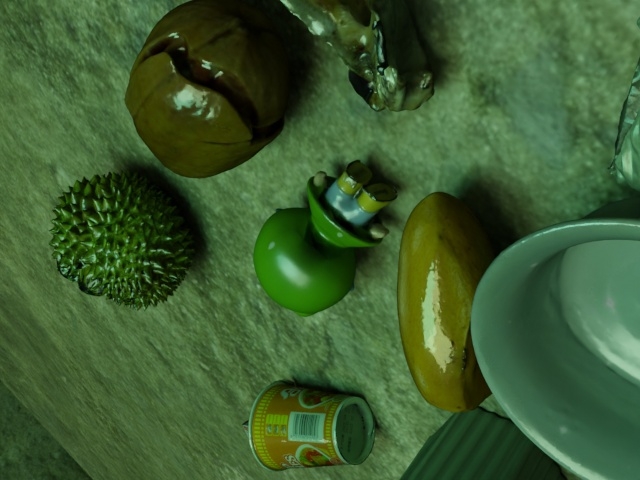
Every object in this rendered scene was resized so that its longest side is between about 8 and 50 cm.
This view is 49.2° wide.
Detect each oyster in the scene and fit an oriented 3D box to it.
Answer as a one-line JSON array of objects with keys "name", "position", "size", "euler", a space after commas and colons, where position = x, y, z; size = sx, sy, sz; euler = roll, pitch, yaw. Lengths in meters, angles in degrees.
[{"name": "oyster", "position": [0.032, -0.282, 0.719], "size": [0.197, 0.133, 0.337], "euler": [-8, 117, 45]}]

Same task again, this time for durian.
[{"name": "durian", "position": [-0.353, -0.005, 1.259], "size": [0.291, 0.225, 0.291], "euler": [36, 176, 3]}]

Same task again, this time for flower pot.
[{"name": "flower pot", "position": [0.225, 0.388, 1.028], "size": [0.209, 0.189, 0.239], "euler": [39, 142, 13]}]

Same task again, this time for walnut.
[{"name": "walnut", "position": [-0.156, -0.185, 0.934], "size": [0.209, 0.209, 0.336], "euler": [54, 154, -5]}]

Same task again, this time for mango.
[{"name": "mango", "position": [0.157, 0.064, 0.846], "size": [0.138, 0.187, 0.257], "euler": [-2, 102, 30]}]

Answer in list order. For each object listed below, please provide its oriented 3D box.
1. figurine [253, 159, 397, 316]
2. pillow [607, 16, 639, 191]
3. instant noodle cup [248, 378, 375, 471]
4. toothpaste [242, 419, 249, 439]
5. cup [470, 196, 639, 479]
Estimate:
[{"name": "figurine", "position": [0.000, 0.000, 0.982], "size": [0.162, 0.143, 0.263], "euler": [41, 130, 2]}, {"name": "pillow", "position": [0.371, -0.131, 0.507], "size": [0.309, 0.138, 0.284], "euler": [11, 128, 35]}, {"name": "instant noodle cup", "position": [-0.008, 0.335, 1.254], "size": [0.185, 0.168, 0.168], "euler": [-9, 114, 38]}, {"name": "toothpaste", "position": [-0.083, 0.409, 1.462], "size": [0.196, 0.040, 0.047], "euler": [-1, 115, 44]}, {"name": "cup", "position": [0.342, 0.093, 0.696], "size": [0.347, 0.163, 0.347], "euler": [25, 134, 28]}]
